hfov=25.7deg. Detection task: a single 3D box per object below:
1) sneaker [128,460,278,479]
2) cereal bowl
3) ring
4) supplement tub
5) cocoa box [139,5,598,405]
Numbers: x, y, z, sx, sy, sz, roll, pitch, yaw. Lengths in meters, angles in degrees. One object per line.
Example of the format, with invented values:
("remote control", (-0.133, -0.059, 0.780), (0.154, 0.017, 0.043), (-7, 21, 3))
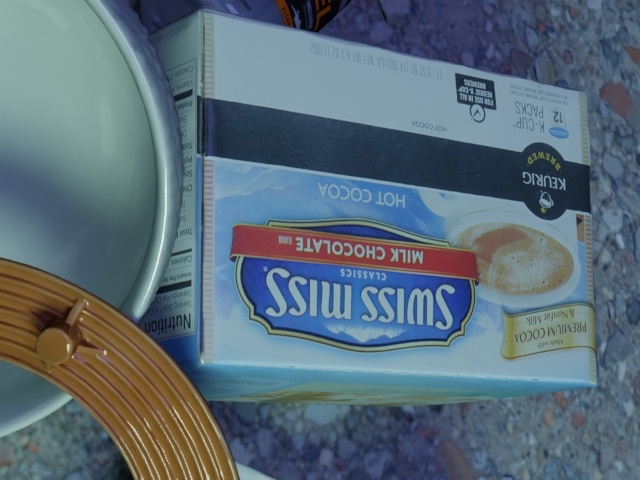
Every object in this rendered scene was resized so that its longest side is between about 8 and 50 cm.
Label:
("sneaker", (-0.026, 0.260, 1.032), (0.295, 0.104, 0.147), (24, 69, -24))
("cereal bowl", (-0.242, -0.052, 0.838), (0.339, 0.339, 0.141), (59, 13, -12))
("ring", (-0.209, 0.170, 0.810), (0.337, 0.336, 0.032), (60, 13, -11))
("supplement tub", (-0.041, -0.205, 1.095), (0.117, 0.117, 0.190), (53, 57, -16))
("cocoa box", (0.000, 0.000, 1.013), (0.347, 0.231, 0.228), (7, 77, -36))
